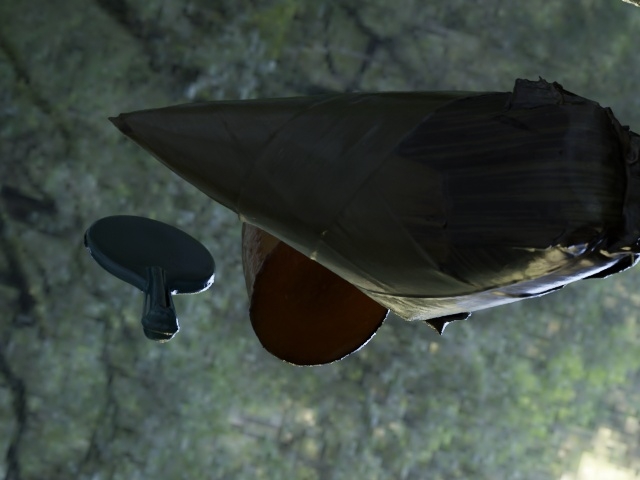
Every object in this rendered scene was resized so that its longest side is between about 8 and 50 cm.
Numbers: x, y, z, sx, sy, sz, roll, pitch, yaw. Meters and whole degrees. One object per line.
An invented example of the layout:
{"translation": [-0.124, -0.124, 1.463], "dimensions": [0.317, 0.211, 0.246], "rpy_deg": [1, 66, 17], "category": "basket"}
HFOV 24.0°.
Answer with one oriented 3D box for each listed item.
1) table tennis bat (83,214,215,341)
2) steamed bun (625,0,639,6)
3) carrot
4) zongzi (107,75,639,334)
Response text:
{"translation": [-0.150, 0.028, 1.347], "dimensions": [0.201, 0.124, 0.033], "rpy_deg": [-109, -144, -61], "category": "table tennis bat"}
{"translation": [0.331, -0.431, 1.459], "dimensions": [0.368, 0.255, 0.342], "rpy_deg": [-48, -140, 0], "category": "steamed bun"}
{"translation": [0.000, 0.000, 1.904], "dimensions": [0.214, 0.193, 0.331], "rpy_deg": [-32, -157, 7], "category": "carrot"}
{"translation": [0.039, -0.052, 1.036], "dimensions": [0.289, 0.317, 0.154], "rpy_deg": [-24, -128, 62], "category": "zongzi"}
